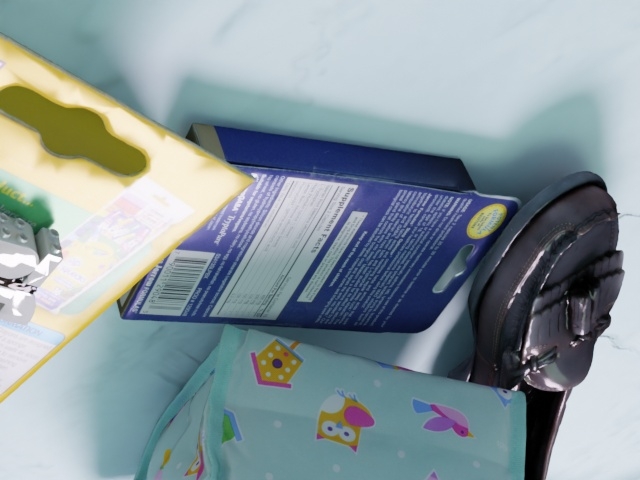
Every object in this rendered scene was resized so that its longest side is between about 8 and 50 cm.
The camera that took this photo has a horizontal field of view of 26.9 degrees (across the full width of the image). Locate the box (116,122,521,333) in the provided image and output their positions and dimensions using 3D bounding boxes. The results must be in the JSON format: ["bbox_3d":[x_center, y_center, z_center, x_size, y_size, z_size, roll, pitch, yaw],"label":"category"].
[{"bbox_3d":[0.000,0.000,0.825,0.225,0.037,0.136,6,134,-30],"label":"box"}]

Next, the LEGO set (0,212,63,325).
[{"bbox_3d":[-0.197,0.000,0.573,0.227,0.087,0.093,20,126,-39],"label":"LEGO set"}]

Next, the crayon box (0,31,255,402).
[{"bbox_3d":[-0.220,0.002,0.697,0.323,0.083,0.203,-39,137,22],"label":"crayon box"}]

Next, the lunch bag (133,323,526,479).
[{"bbox_3d":[-0.012,0.191,0.908,0.223,0.160,0.262,16,143,-15],"label":"lunch bag"}]

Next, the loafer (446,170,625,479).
[{"bbox_3d":[0.156,0.080,0.923,0.109,0.095,0.303,-21,147,-26],"label":"loafer"}]
